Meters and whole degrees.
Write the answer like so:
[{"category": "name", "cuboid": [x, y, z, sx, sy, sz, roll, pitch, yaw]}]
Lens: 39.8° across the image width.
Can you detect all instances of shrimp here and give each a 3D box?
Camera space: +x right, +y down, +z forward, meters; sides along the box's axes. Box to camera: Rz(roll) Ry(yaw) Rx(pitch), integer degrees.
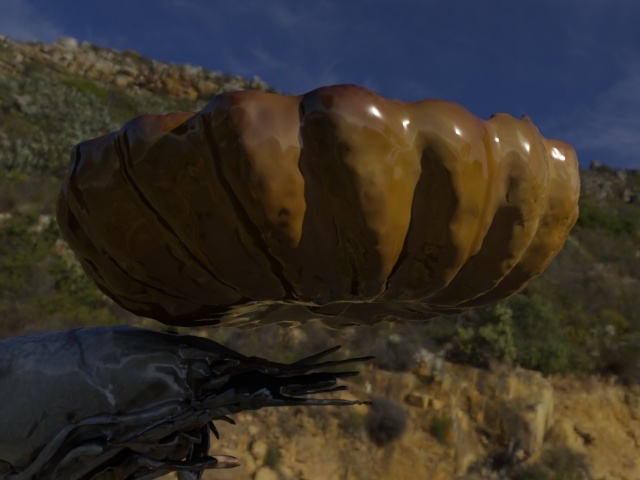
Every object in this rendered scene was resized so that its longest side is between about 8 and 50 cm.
[{"category": "shrimp", "cuboid": [-0.124, 0.123, 0.591, 0.343, 0.145, 0.116, -11, -3, 12]}]

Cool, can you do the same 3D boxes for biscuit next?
[{"category": "biscuit", "cuboid": [0.000, 0.000, 0.561, 0.326, 0.107, 0.326, -1, -14, 0]}]
